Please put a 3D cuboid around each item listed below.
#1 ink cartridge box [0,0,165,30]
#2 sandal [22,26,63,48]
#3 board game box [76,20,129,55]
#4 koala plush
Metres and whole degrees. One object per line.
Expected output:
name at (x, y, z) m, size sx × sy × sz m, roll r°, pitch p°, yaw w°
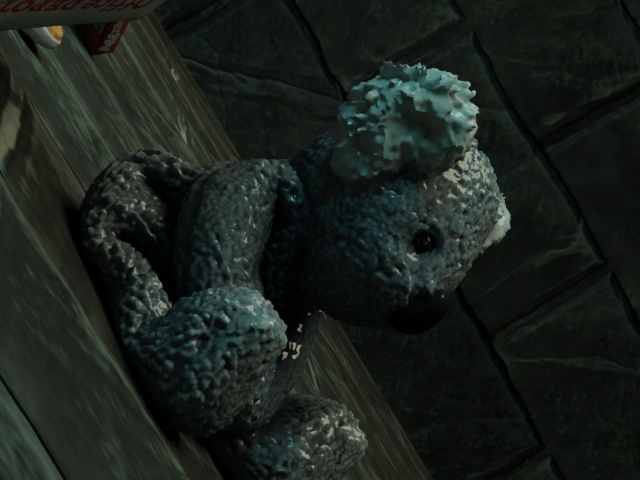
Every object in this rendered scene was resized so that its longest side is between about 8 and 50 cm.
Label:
ink cartridge box at (-0.076, -0.222, 0.964) m, size 0.114 × 0.273 × 0.197 m, roll 62°, pitch 28°, yaw 5°
sandal at (-0.226, -0.257, 1.260) m, size 0.265 × 0.076 × 0.102 m, roll 59°, pitch 2°, yaw -16°
board game box at (-0.228, -0.317, 1.650) m, size 0.281 × 0.027 × 0.145 m, roll 60°, pitch -39°, yaw 21°
koala plush at (0.000, 0.000, 1.031) m, size 0.203 × 0.221 × 0.196 m, roll 61°, pitch 2°, yaw 32°
